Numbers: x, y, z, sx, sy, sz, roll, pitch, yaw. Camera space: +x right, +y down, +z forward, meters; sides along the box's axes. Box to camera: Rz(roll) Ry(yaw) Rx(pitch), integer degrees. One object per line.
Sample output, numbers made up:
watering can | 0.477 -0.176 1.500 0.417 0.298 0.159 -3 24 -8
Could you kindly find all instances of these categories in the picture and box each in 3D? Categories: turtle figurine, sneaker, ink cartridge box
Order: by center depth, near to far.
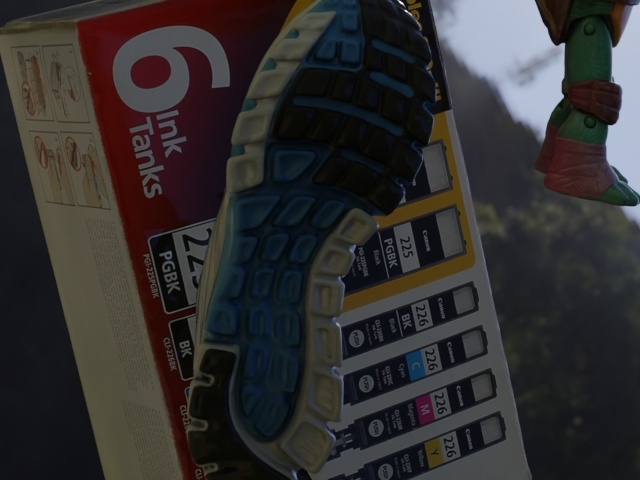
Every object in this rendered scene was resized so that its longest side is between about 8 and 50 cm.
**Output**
sneaker | -0.015 -0.005 0.738 0.083 0.071 0.190 -140 -113 -74
ink cartridge box | 0.000 0.000 1.078 0.130 0.272 0.309 8 -67 62
turtle figurine | 0.175 -0.143 1.119 0.175 0.118 0.234 -22 125 -69
